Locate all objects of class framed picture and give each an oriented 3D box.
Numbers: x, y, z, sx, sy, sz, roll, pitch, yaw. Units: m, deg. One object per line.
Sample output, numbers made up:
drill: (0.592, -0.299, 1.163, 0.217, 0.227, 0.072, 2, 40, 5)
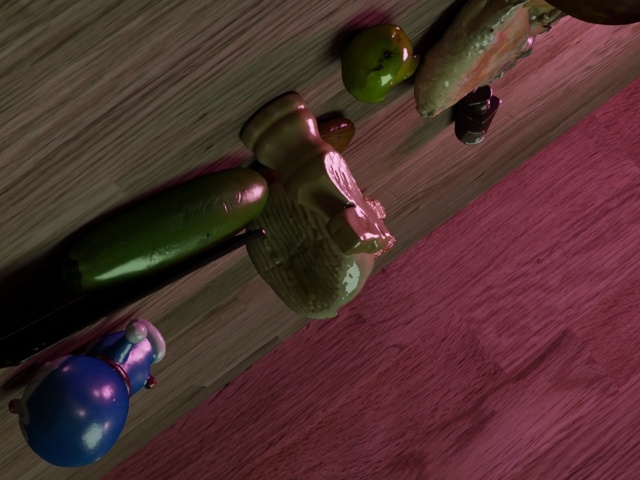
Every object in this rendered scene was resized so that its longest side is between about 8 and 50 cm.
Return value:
framed picture: (-0.256, 0.074, 1.198, 0.339, 0.014, 0.255, -30, -171, -38)

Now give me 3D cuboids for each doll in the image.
doll: (-0.340, 0.214, 1.506, 0.215, 0.161, 0.257, -59, 176, 33)

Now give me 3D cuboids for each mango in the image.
mango: (0.065, -0.202, 1.145, 0.091, 0.074, 0.165, -45, -178, 11)

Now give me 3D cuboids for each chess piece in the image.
chess piece: (0.001, -0.067, 1.156, 0.090, 0.200, 0.090, -37, 170, -8)

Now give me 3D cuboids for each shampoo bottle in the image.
shampoo bottle: (0.275, -0.228, 1.806, 0.068, 0.067, 0.236, -46, 171, -6)

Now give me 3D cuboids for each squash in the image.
squash: (-0.165, -0.016, 1.162, 0.292, 0.082, 0.082, -29, 167, -39)

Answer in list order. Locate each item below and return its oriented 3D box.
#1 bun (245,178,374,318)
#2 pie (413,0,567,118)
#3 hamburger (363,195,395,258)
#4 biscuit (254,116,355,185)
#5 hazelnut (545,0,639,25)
bun: (0.000, 0.000, 1.328, 0.178, 0.193, 0.128, -28, -179, 41)
pie: (0.246, -0.286, 1.389, 0.337, 0.075, 0.337, -35, 172, -5)
hamburger: (0.026, -0.004, 1.859, 0.131, 0.124, 0.262, -21, 178, 39)
biscuit: (-0.033, -0.106, 1.376, 0.188, 0.027, 0.188, -35, 171, -6)
hazelnut: (0.289, -0.332, 0.997, 0.218, 0.218, 0.234, -32, 171, -31)
